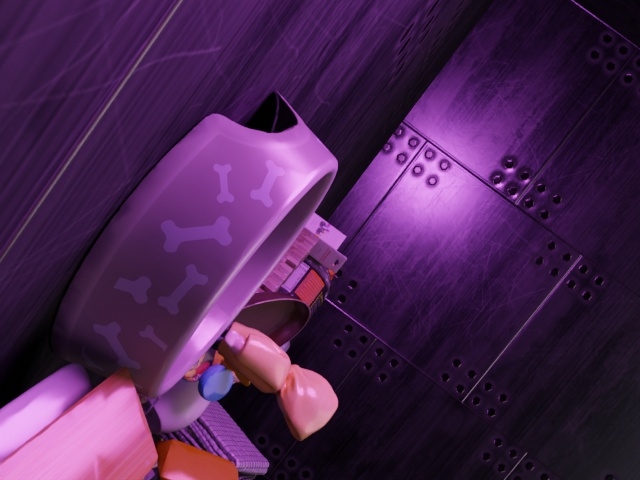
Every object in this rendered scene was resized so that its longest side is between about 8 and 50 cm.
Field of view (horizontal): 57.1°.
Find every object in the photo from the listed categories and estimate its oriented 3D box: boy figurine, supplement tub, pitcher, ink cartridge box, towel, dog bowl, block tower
[{"bbox_3d":[-0.107,0.171,0.836,0.092,0.285,0.177,-52,-179,-22],"label":"boy figurine"},{"bbox_3d":[-0.110,0.169,1.738,0.338,0.207,0.207,-51,177,-33],"label":"supplement tub"},{"bbox_3d":[-0.295,0.324,1.260,0.207,0.125,0.178,-28,176,-46],"label":"pitcher"},{"bbox_3d":[0.000,0.000,1.653,0.061,0.181,0.104,-52,178,-33],"label":"ink cartridge box"},{"bbox_3d":[-0.289,0.531,1.547,0.121,0.284,0.235,-47,156,-4],"label":"towel"},{"bbox_3d":[-0.110,0.011,0.617,0.348,0.102,0.349,-52,178,-2],"label":"dog bowl"},{"bbox_3d":[-0.120,0.073,1.508,0.097,0.091,0.335,-53,178,40],"label":"block tower"}]

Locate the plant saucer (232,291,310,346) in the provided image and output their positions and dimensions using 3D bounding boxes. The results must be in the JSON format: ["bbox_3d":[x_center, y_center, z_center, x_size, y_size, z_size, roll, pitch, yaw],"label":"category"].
[{"bbox_3d":[-0.174,0.204,1.347,0.311,0.050,0.310,-21,151,-13],"label":"plant saucer"}]

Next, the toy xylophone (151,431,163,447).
[{"bbox_3d":[-0.592,0.712,1.965,0.322,0.081,0.236,-53,178,13],"label":"toy xylophone"}]

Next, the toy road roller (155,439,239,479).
[{"bbox_3d":[-0.333,0.514,1.098,0.202,0.330,0.240,-54,-160,35],"label":"toy road roller"}]

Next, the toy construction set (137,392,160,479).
[{"bbox_3d":[-0.347,0.434,0.859,0.257,0.238,0.308,-124,-150,-55],"label":"toy construction set"}]

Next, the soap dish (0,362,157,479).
[{"bbox_3d":[-0.265,0.239,0.425,0.229,0.118,0.291,-46,178,28],"label":"soap dish"}]

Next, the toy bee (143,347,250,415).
[{"bbox_3d":[-0.212,0.220,1.104,0.298,0.196,0.162,-26,130,-62],"label":"toy bee"}]
